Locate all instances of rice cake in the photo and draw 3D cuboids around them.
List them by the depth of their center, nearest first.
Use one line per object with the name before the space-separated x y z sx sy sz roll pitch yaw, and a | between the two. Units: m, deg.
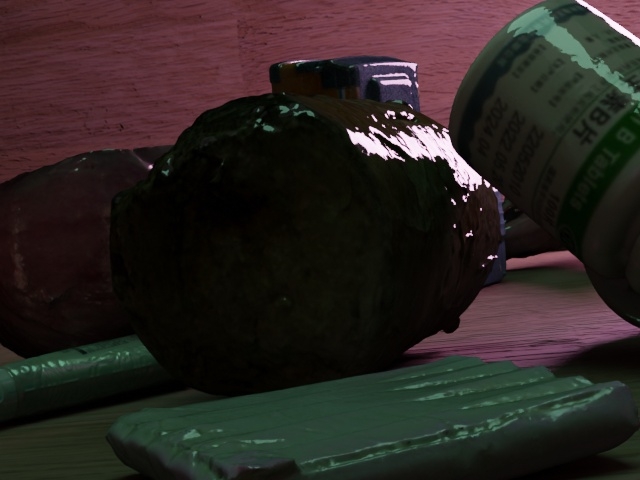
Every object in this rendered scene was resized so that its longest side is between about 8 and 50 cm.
rice cake | 0.018 0.091 0.630 0.198 0.037 0.189 -8 4 -24

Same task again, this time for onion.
onion | -0.123 0.013 1.085 0.349 0.159 0.267 -11 -2 -26

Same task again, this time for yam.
yam | 0.000 0.000 0.884 0.195 0.195 0.300 -5 2 21

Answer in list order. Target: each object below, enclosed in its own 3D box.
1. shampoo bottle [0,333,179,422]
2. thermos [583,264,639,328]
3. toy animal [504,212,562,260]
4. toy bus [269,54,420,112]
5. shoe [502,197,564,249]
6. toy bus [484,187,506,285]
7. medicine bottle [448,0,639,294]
shampoo bottle | -0.160 0.092 0.914 0.191 0.041 0.069 -10 6 -44
thermos | 0.345 -0.015 1.004 0.265 0.145 0.176 -7 17 -37
toy animal | 0.352 -0.070 1.467 0.303 0.194 0.344 -15 14 -36
toy bus | 0.036 -0.087 1.606 0.167 0.275 0.139 -1 6 44
shoe | 0.273 -0.047 1.779 0.228 0.125 0.099 -3 7 19
toy bus | 0.048 -0.010 1.341 0.190 0.152 0.312 -5 3 32
medicine bottle | 0.205 -0.042 0.850 0.139 0.139 0.237 -9 45 -44
